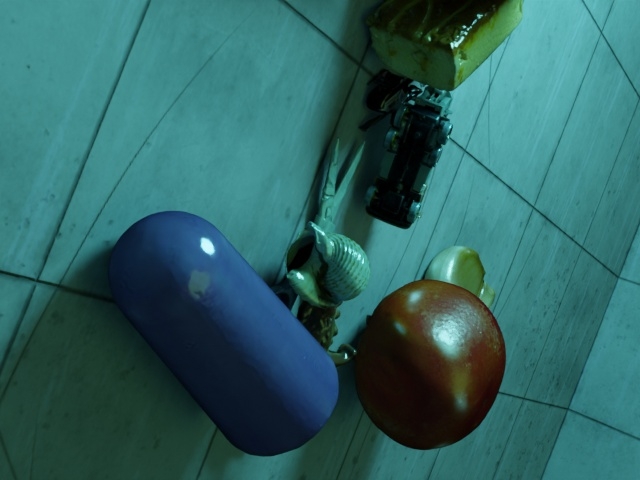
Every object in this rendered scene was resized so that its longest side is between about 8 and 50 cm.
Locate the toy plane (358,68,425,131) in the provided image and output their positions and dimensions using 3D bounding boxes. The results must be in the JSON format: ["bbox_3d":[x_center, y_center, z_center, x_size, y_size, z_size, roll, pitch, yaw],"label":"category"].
[{"bbox_3d":[0.138,-0.273,1.687,0.197,0.053,0.078,-41,146,-35],"label":"toy plane"}]

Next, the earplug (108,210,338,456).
[{"bbox_3d":[-0.145,0.126,1.355,0.215,0.215,0.456,-55,142,-21],"label":"earplug"}]

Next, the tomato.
[{"bbox_3d":[0.216,0.248,1.861,0.293,0.289,0.325,-20,129,-49],"label":"tomato"}]

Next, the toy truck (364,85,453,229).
[{"bbox_3d":[0.175,-0.160,1.714,0.140,0.108,0.257,-41,151,-66],"label":"toy truck"}]

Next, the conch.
[{"bbox_3d":[0.006,0.047,1.563,0.135,0.153,0.102,-49,-174,-13],"label":"conch"}]

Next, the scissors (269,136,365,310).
[{"bbox_3d":[0.000,0.000,1.647,0.256,0.029,0.384,11,98,-57],"label":"scissors"}]

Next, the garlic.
[{"bbox_3d":[0.295,0.125,2.084,0.228,0.110,0.217,-58,136,-40],"label":"garlic"}]

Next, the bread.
[{"bbox_3d":[0.226,-0.392,1.624,0.274,0.184,0.114,-45,149,-34],"label":"bread"}]

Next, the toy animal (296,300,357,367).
[{"bbox_3d":[-0.049,0.226,1.626,0.312,0.097,0.157,-52,137,-11],"label":"toy animal"}]
